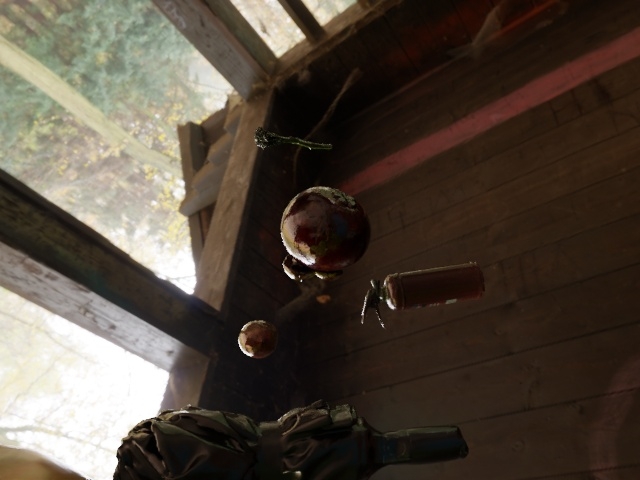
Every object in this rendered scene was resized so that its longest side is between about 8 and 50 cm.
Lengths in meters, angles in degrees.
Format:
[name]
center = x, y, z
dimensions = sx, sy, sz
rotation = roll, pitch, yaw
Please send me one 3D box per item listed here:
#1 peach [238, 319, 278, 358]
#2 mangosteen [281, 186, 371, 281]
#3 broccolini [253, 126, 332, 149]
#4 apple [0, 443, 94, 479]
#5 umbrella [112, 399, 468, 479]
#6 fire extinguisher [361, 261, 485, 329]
[peach]
center = -0.127, 0.203, 1.010
dimensions = 0.083, 0.083, 0.083
rotation = -28, -141, 26
[mangosteen]
center = 0.000, 0.000, 1.175
dimensions = 0.257, 0.215, 0.215
rotation = -62, -151, 25
[broccolini]
center = -0.063, -0.244, 1.197
dimensions = 0.042, 0.218, 0.044
rotation = 48, -50, 41
[apple]
center = -0.359, 0.354, 0.532
dimensions = 0.309, 0.314, 0.252
rotation = -24, 137, -81
[umbrella]
center = -0.021, 0.211, 0.480
dimensions = 0.340, 0.118, 0.118
rotation = 1, -140, -9
[fire extinguisher]
center = 0.267, 0.151, 1.326
dimensions = 0.337, 0.106, 0.147
rotation = -9, -107, -3
